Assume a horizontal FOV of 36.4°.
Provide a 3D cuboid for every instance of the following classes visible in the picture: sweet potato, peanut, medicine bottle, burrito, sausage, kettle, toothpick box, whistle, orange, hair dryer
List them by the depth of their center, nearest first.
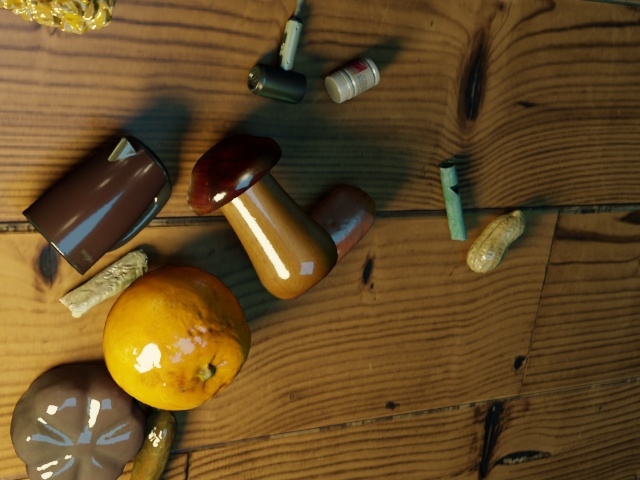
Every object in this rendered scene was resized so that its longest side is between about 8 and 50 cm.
[{"bbox_3d":[-0.356,-0.057,1.649,0.232,0.144,0.202,-43,145,-12],"label":"kettle"},{"bbox_3d":[-0.259,0.172,1.733,0.261,0.261,0.261,-12,115,-27],"label":"orange"},{"bbox_3d":[-0.104,-0.046,1.734,0.192,0.192,0.294,-38,105,-12],"label":"toothpick box"},{"bbox_3d":[-0.382,0.077,1.739,0.171,0.042,0.051,-34,94,-21],"label":"burrito"},{"bbox_3d":[-0.063,-0.352,1.759,0.100,0.057,0.198,11,95,-34],"label":"hair dryer"},{"bbox_3d":[0.060,-0.303,1.840,0.091,0.058,0.058,-30,122,-18],"label":"medicine bottle"},{"bbox_3d":[0.000,0.000,1.898,0.259,0.113,0.113,-42,125,-8],"label":"sausage"},{"bbox_3d":[-0.341,0.445,1.907,0.075,0.075,0.273,11,108,-34],"label":"sweet potato"},{"bbox_3d":[0.284,-0.081,2.081,0.039,0.039,0.186,-25,121,-20],"label":"whistle"},{"bbox_3d":[0.394,0.002,2.161,0.174,0.080,0.080,-48,126,-8],"label":"peanut"}]

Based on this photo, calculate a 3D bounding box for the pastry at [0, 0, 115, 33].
[{"bbox_3d":[-0.423,-0.397,1.471,0.250,0.154,0.102,11,132,-40],"label":"pastry"}]

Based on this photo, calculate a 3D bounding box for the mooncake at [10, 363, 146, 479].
[{"bbox_3d":[-0.437,0.344,1.770,0.245,0.133,0.245,-8,110,-22],"label":"mooncake"}]
